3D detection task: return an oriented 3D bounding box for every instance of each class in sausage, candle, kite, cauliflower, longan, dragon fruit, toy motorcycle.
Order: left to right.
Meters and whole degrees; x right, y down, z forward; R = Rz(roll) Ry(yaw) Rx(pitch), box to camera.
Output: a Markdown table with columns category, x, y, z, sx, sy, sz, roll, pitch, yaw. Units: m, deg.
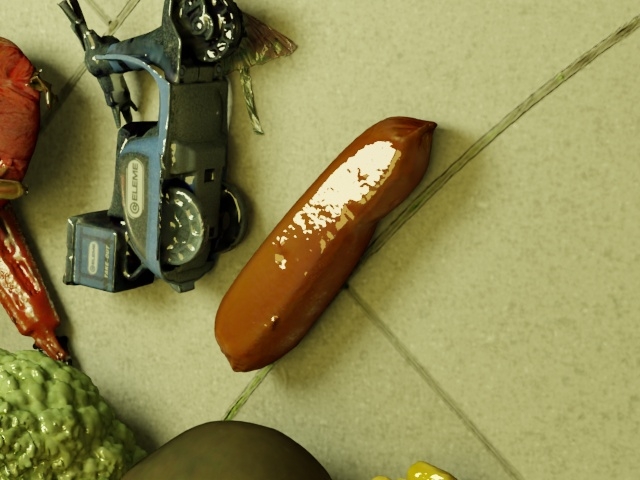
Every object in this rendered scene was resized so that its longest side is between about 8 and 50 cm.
| category | x | y | z | sx | sy | sz | roll | pitch | yaw |
| --- | --- | --- | --- | --- | --- | --- | --- | --- | --- |
| dragon fruit | -0.426 | -0.132 | 1.722 | 0.224 | 0.148 | 0.218 | 34 | 106 | 43 |
| cauliflower | -0.349 | 0.250 | 1.726 | 0.327 | 0.260 | 0.281 | 34 | 108 | -12 |
| candle | -0.364 | 0.025 | 1.822 | 0.084 | 0.059 | 0.301 | -34 | 81 | 18 |
| toy motorcycle | -0.184 | -0.115 | 1.684 | 0.213 | 0.125 | 0.358 | 11 | 103 | 29 |
| longan | -0.084 | 0.317 | 1.596 | 0.300 | 0.300 | 0.243 | 24 | 71 | 22 |
| kite | -0.085 | -0.190 | 1.693 | 0.139 | 0.011 | 0.156 | -14 | 89 | 29 |
| sausage | 0.000 | 0.000 | 1.618 | 0.094 | 0.097 | 0.348 | 40 | 110 | 10 |

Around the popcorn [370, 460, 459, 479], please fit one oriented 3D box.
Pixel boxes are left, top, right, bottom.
| category | x | y | z | sx | sy | sz | roll | pitch | yaw |
| --- | --- | --- | --- | --- | --- | --- | --- | --- | --- |
| popcorn | 0.102 | 0.304 | 1.572 | 0.148 | 0.152 | 0.167 | 12 | 114 | 25 |
